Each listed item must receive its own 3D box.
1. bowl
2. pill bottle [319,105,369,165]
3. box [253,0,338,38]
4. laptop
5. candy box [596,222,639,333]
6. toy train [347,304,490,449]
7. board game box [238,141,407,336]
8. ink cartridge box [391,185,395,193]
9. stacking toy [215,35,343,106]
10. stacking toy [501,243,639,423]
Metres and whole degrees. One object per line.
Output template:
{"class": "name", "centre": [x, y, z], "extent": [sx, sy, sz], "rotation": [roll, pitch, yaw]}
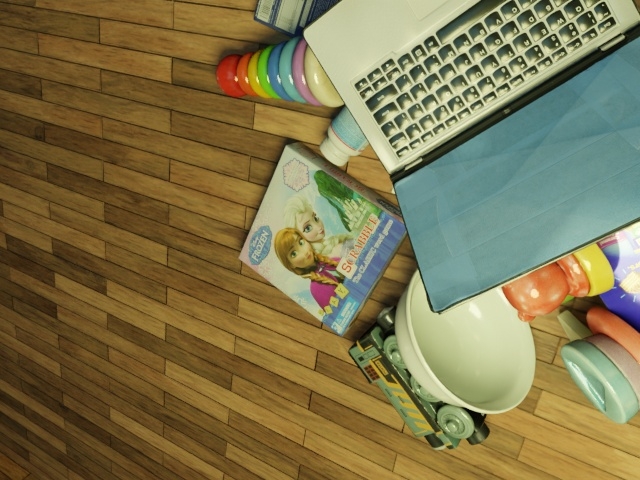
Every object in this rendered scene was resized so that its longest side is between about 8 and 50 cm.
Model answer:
{"class": "bowl", "centre": [0.245, 0.179, 0.938], "extent": [0.298, 0.297, 0.134], "rotation": [54, 141, 3]}
{"class": "pill bottle", "centre": [0.071, -0.227, 0.997], "extent": [0.087, 0.087, 0.160], "rotation": [49, 122, 7]}
{"class": "box", "centre": [-0.019, -0.465, 0.999], "extent": [0.225, 0.036, 0.137], "rotation": [31, 118, 16]}
{"class": "laptop", "centre": [0.205, -0.201, 0.606], "extent": [0.381, 0.236, 0.408], "rotation": [-30, 98, 22]}
{"class": "candy box", "centre": [0.546, 0.018, 0.743], "extent": [0.268, 0.122, 0.317], "rotation": [-35, 82, 33]}
{"class": "toy train", "centre": [0.209, 0.296, 1.070], "extent": [0.334, 0.142, 0.190], "rotation": [52, 134, 3]}
{"class": "board game box", "centre": [0.000, 0.000, 1.121], "extent": [0.317, 0.066, 0.319], "rotation": [35, 119, 15]}
{"class": "ink cartridge box", "centre": [0.268, -0.103, 0.878], "extent": [0.237, 0.172, 0.100], "rotation": [24, 116, 20]}
{"class": "stacking toy", "centre": [-0.091, -0.336, 1.016], "extent": [0.330, 0.141, 0.141], "rotation": [9, 110, 39]}
{"class": "stacking toy", "centre": [0.382, 0.133, 0.815], "extent": [0.130, 0.279, 0.309], "rotation": [-32, 90, 0]}
